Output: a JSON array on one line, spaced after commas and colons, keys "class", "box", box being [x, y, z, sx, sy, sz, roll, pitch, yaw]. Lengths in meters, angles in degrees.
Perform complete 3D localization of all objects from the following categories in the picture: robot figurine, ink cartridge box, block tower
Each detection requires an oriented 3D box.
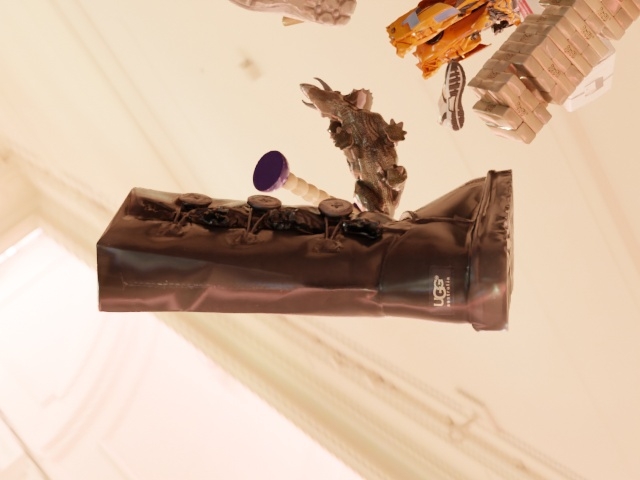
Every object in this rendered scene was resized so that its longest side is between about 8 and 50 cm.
[{"class": "robot figurine", "box": [0.282, -0.416, 2.272, 0.291, 0.211, 0.085, -27, -121, 24]}, {"class": "ink cartridge box", "box": [0.402, -0.316, 1.989, 0.092, 0.158, 0.218, -30, 168, 4]}, {"class": "block tower", "box": [0.341, -0.288, 1.645, 0.335, 0.091, 0.097, -50, -154, -4]}]

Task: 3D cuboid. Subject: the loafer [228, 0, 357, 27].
[{"class": "loafer", "box": [-0.085, -0.404, 1.886, 0.111, 0.319, 0.112, 32, -77, 47]}]

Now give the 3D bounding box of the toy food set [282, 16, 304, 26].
[{"class": "toy food set", "box": [-0.032, -0.507, 2.283, 0.132, 0.192, 0.038, -11, -157, -7]}]

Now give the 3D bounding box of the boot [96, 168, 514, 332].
[{"class": "boot", "box": [0.000, 0.000, 1.428, 0.445, 0.146, 0.367, 0, -169, 11]}]

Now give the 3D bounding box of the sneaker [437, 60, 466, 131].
[{"class": "sneaker", "box": [0.199, -0.226, 1.901, 0.040, 0.109, 0.044, -8, -163, -37]}]

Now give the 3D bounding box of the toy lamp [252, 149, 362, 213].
[{"class": "toy lamp", "box": [0.013, -0.059, 1.969, 0.080, 0.275, 0.080, -23, -125, 39]}]

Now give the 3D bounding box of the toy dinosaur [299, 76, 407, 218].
[{"class": "toy dinosaur", "box": [0.077, -0.098, 1.711, 0.121, 0.313, 0.160, -23, -175, 4]}]
